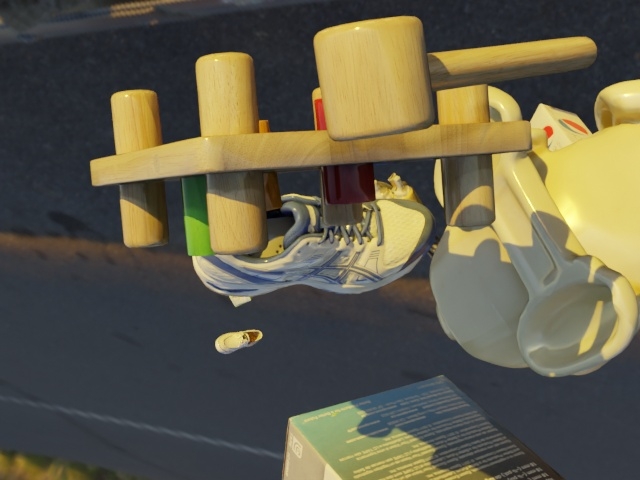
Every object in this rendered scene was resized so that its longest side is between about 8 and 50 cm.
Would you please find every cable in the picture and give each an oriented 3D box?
[{"bbox_3d":[0.161,-0.007,1.607,0.139,0.072,0.287,-1,131,52],"label":"cable"}]

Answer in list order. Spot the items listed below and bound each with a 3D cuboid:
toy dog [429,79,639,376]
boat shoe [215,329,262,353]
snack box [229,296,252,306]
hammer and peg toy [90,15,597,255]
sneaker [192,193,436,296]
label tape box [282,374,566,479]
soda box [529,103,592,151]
[{"bbox_3d":[0.348,-0.001,1.001,0.408,0.284,0.395,-15,146,-22],"label":"toy dog"},{"bbox_3d":[-0.142,0.175,1.647,0.035,0.035,0.100,-32,162,36],"label":"boat shoe"},{"bbox_3d":[-0.151,0.028,1.585,0.037,0.100,0.141,-24,105,23],"label":"snack box"},{"bbox_3d":[0.014,-0.061,0.655,0.266,0.127,0.361,-7,-176,-30],"label":"hammer and peg toy"},{"bbox_3d":[0.000,0.000,1.086,0.297,0.111,0.131,-11,160,-9],"label":"sneaker"},{"bbox_3d":[0.143,0.302,1.040,0.241,0.105,0.334,-10,-149,-32],"label":"label tape box"},{"bbox_3d":[0.396,-0.135,1.472,0.074,0.216,0.069,14,120,-18],"label":"soda box"}]
